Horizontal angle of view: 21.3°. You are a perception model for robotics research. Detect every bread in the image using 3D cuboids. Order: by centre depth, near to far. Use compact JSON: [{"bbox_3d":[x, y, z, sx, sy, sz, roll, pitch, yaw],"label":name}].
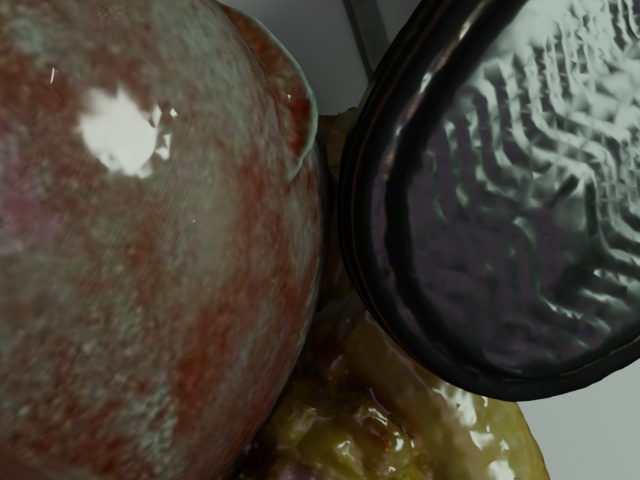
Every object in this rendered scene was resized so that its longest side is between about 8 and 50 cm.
[{"bbox_3d":[0.000,0.000,0.829,0.053,0.074,0.132,4,96,-3],"label":"bread"}]

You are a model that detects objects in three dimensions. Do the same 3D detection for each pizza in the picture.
[{"bbox_3d":[-0.021,0.201,0.759,0.278,0.114,0.408,14,88,6],"label":"pizza"}]

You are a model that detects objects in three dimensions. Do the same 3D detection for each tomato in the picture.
[{"bbox_3d":[-0.149,-0.025,0.661,0.317,0.317,0.282,35,89,-16],"label":"tomato"}]

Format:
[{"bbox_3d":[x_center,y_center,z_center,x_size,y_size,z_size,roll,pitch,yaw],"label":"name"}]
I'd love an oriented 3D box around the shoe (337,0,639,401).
[{"bbox_3d":[0.124,-0.097,0.758,0.171,0.237,0.384,47,72,-17],"label":"shoe"}]
